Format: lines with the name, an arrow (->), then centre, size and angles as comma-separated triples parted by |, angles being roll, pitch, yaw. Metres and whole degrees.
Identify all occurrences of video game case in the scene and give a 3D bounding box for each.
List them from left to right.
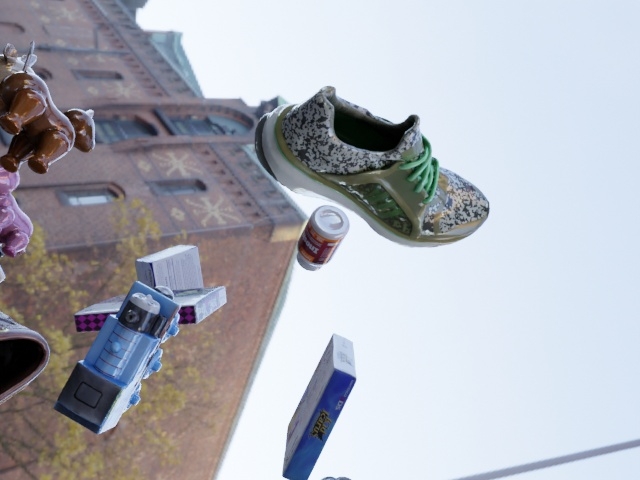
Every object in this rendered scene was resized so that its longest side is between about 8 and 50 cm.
video game case -> -0.322, 0.131, 1.281 | 0.210, 0.232, 0.042 | -44, 128, -82
video game case -> -0.001, 0.372, 1.484 | 0.244, 0.061, 0.269 | -92, -153, -80

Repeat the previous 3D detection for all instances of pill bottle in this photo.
pill bottle -> 0.000, 0.000, 1.395 | 0.086, 0.086, 0.152 | 62, -32, 25

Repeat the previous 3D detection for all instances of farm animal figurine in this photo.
farm animal figurine -> -0.395, -0.146, 0.694 | 0.330, 0.327, 0.172 | -23, -145, 37

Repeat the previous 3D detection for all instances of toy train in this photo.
toy train -> -0.234, 0.137, 0.782 | 0.080, 0.105, 0.184 | 29, -92, 3

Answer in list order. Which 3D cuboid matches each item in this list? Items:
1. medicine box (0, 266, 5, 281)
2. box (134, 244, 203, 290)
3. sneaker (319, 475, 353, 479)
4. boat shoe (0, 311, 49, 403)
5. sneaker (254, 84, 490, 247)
medicine box -> -0.760, -0.030, 1.192 | 0.289, 0.149, 0.263 | 30, -35, 17
box -> -0.353, 0.088, 1.542 | 0.072, 0.137, 0.126 | 6, -71, 39
sneaker -> 0.043, 0.579, 1.469 | 0.268, 0.101, 0.153 | -106, -158, -73
boat shoe -> -0.247, 0.087, 0.355 | 0.073, 0.207, 0.073 | 8, -70, 26
sneaker -> 0.114, -0.108, 0.981 | 0.182, 0.410, 0.158 | -32, -134, 55
